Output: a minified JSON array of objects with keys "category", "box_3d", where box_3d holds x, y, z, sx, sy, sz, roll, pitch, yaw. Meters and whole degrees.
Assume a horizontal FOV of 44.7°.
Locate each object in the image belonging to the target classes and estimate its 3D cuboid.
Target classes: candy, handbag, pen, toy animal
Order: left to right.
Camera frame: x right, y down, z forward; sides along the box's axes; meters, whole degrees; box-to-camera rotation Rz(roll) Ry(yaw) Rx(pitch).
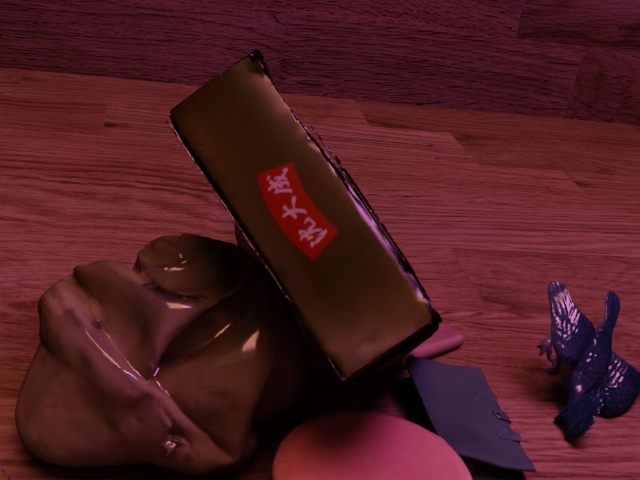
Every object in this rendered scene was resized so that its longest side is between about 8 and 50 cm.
[{"category":"candy","box_3d":[0.065,0.301,0.913,0.255,0.094,0.255,7,26,-3]},{"category":"pen","box_3d":[0.150,0.175,1.258,0.197,0.032,0.053,-8,32,-35]},{"category":"handbag","box_3d":[0.202,0.254,1.103,0.144,0.057,0.221,9,25,-16]},{"category":"toy animal","box_3d":[0.420,0.187,1.200,0.239,0.255,0.176,42,-12,-22]}]

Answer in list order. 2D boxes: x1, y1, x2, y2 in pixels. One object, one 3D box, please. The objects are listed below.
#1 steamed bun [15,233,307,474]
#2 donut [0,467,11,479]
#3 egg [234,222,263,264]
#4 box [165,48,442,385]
[{"category":"steamed bun","box_3d":[-0.189,0.119,1.017,0.367,0.255,0.342,8,25,-6]},{"category":"donut","box_3d":[-0.410,0.302,0.753,0.272,0.107,0.272,6,29,-3]},{"category":"egg","box_3d":[-0.043,-0.025,1.380,0.219,0.219,0.269,-3,32,-23]},{"category":"box","box_3d":[0.000,0.000,1.033,0.373,0.138,0.420,57,1,11]}]
